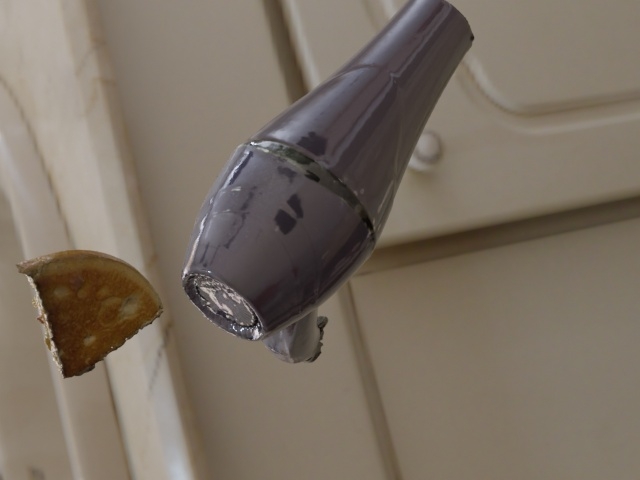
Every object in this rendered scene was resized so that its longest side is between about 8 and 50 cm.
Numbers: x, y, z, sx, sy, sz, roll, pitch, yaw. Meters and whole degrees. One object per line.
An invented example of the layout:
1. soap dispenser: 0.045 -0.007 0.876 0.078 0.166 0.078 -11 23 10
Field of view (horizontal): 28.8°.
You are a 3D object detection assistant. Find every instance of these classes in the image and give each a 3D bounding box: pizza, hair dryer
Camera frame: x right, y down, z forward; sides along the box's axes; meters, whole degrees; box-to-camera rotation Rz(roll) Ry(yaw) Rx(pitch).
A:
1. pizza: -0.233 0.072 1.239 0.041 0.178 0.131 24 105 44
2. hair dryer: 0.000 0.000 0.998 0.121 0.301 0.361 31 150 11
